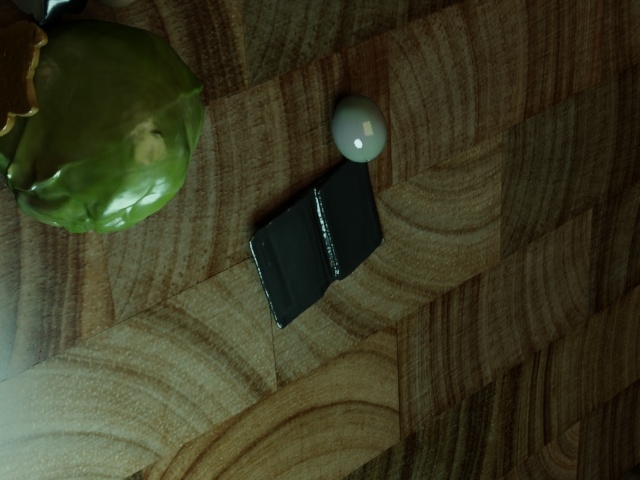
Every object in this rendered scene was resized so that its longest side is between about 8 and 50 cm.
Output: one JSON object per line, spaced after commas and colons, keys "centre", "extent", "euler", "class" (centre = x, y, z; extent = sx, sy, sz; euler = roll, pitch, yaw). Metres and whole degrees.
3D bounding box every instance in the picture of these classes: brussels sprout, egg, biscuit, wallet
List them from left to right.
{"centre": [-0.472, -0.215, 1.827], "extent": [0.250, 0.162, 0.035], "euler": [-39, 161, 19], "class": "biscuit"}
{"centre": [-0.320, -0.167, 1.907], "extent": [0.247, 0.328, 0.328], "euler": [-25, 132, -68], "class": "brussels sprout"}
{"centre": [0.000, 0.000, 2.489], "extent": [0.323, 0.041, 0.247], "euler": [-39, 135, -28], "class": "wallet"}
{"centre": [0.072, -0.208, 2.401], "extent": [0.103, 0.103, 0.135], "euler": [-35, 131, -27], "class": "egg"}

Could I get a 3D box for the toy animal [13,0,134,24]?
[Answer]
{"centre": [-0.332, -0.409, 1.822], "extent": [0.235, 0.187, 0.165], "euler": [-19, 134, -35], "class": "toy animal"}
